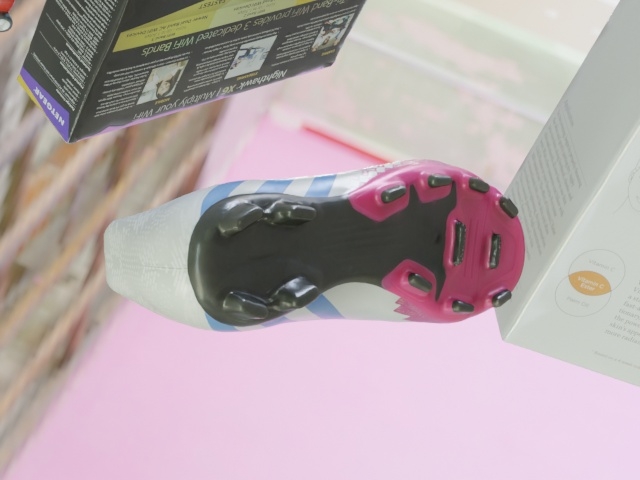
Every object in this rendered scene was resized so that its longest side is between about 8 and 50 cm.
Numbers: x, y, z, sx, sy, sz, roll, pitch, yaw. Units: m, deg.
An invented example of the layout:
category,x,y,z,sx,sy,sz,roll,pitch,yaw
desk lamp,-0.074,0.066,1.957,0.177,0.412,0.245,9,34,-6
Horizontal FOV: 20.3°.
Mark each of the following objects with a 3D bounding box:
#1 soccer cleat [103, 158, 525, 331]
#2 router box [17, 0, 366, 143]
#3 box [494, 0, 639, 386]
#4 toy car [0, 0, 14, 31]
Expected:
category,x,y,z,sx,sy,sz,roll,pitch,yaw
soccer cleat,0.000,0.000,1.230,0.331,0.143,0.116,-1,-87,-45
router box,-0.073,-0.220,1.456,0.309,0.081,0.243,-21,-28,-41
box,0.316,-0.055,1.558,0.168,0.215,0.345,-95,29,-55
toy car,-0.345,-0.133,1.650,0.239,0.053,0.225,-6,78,63
